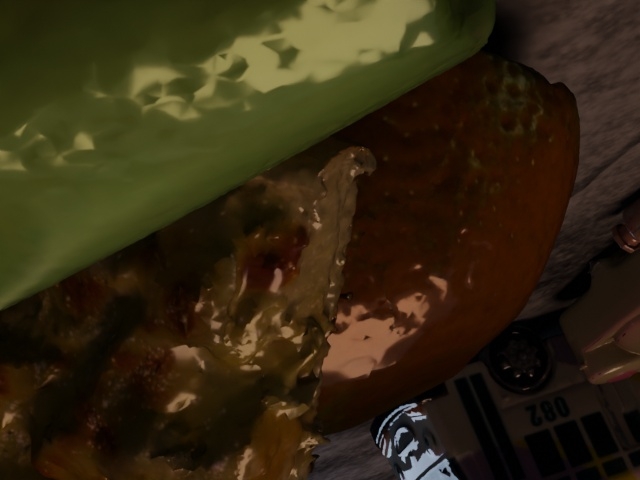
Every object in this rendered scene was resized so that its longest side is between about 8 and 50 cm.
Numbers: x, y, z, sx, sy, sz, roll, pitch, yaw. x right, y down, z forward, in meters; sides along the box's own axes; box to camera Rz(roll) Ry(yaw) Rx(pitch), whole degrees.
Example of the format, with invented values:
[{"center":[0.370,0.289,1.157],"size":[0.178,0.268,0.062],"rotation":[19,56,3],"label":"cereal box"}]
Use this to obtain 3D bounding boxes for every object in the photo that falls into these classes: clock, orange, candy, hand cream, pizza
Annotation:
[{"center":[0.439,0.035,1.285],"size":[0.310,0.114,0.284],"rotation":[-15,158,-23],"label":"clock"},{"center":[0.003,0.010,0.708],"size":[0.335,0.196,0.262],"rotation":[-27,174,-7],"label":"orange"},{"center":[-0.104,-0.059,0.442],"size":[0.344,0.131,0.142],"rotation":[-27,174,14],"label":"candy"},{"center":[0.341,-0.059,1.051],"size":[0.067,0.043,0.209],"rotation":[-4,149,-45],"label":"hand cream"},{"center":[-0.113,0.057,0.564],"size":[0.324,0.223,0.089],"rotation":[-12,-173,27],"label":"pizza"}]

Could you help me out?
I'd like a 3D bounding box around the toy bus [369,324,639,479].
[{"center":[0.308,0.229,1.441],"size":[0.440,0.249,0.209],"rotation":[-15,159,-20],"label":"toy bus"}]
